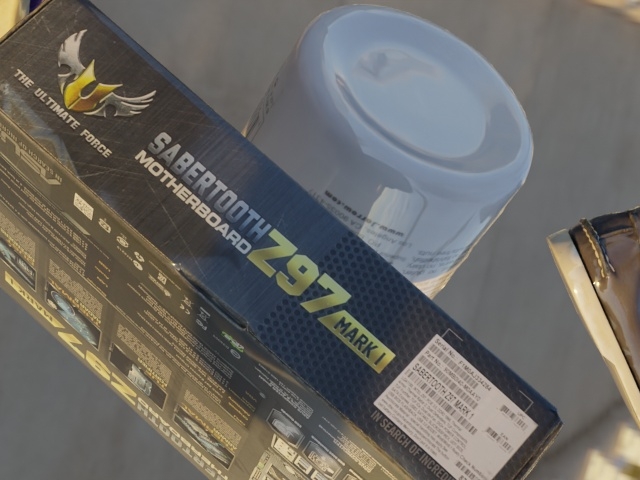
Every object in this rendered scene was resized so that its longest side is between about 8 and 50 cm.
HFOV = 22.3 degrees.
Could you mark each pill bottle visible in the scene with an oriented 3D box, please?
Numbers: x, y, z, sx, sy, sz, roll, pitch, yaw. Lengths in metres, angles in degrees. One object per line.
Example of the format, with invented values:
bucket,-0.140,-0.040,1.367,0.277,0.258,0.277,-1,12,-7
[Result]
pill bottle,0.000,0.000,0.851,0.131,0.131,0.229,-44,171,-50

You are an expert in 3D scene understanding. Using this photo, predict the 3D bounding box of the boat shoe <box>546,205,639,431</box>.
boat shoe,0.192,0.066,0.898,0.206,0.065,0.075,58,8,-31

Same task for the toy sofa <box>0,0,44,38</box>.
toy sofa,-0.078,-0.207,0.521,0.177,0.362,0.150,43,64,-14

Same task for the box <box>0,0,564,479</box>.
box,-0.035,0.034,0.621,0.059,0.232,0.183,-45,172,-23
